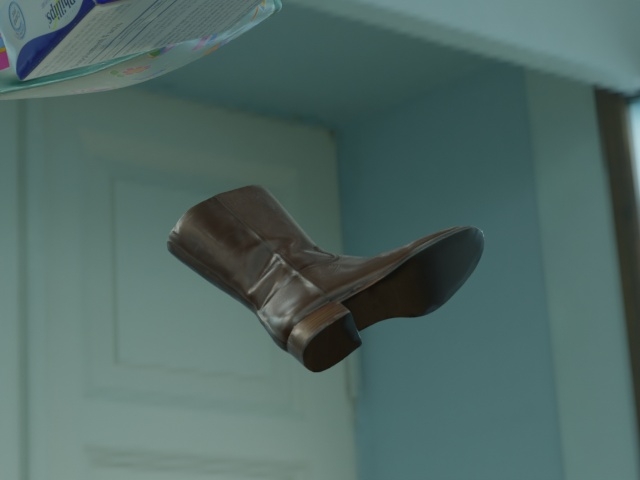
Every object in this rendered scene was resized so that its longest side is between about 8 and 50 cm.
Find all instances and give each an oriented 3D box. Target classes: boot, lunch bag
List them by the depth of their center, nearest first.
[{"bbox_3d":[0.000,0.000,0.774,0.106,0.114,0.037,-28,-48,-22],"label":"boot"},{"bbox_3d":[-0.202,-0.197,1.442,0.262,0.160,0.223,-17,5,29],"label":"lunch bag"}]

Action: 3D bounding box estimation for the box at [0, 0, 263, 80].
[{"bbox_3d":[-0.091,-0.148,0.916,0.137,0.072,0.126,-19,-4,-30],"label":"box"}]
